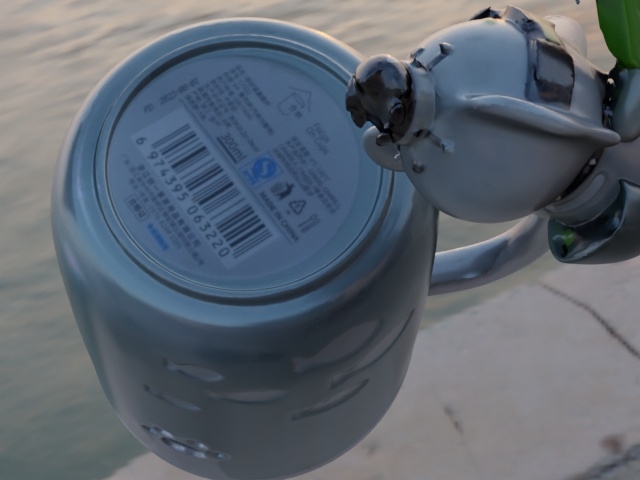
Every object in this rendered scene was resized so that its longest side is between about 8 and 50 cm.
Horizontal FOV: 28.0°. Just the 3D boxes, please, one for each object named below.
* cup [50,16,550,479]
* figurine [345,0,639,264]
[{"bbox_3d":[0.000,0.000,0.878,0.356,0.274,0.260,-9,68,-5],"label":"cup"},{"bbox_3d":[0.100,-0.055,0.609,0.192,0.126,0.147,9,-16,-29],"label":"figurine"}]
